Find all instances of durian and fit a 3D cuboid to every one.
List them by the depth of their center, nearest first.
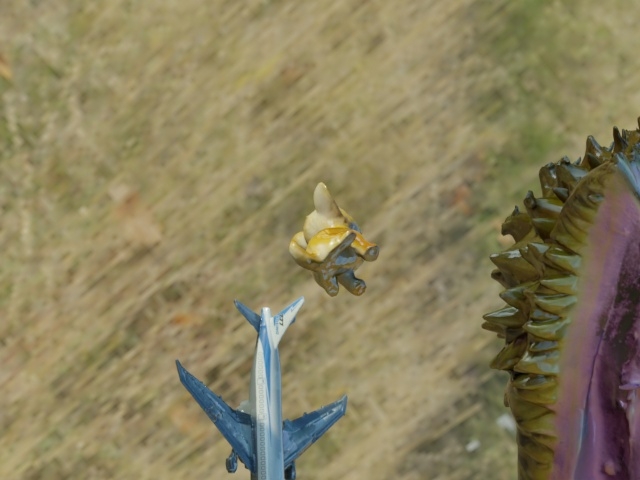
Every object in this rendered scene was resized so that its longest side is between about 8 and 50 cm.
[{"bbox_3d":[0.151,0.083,1.034,0.191,0.112,0.341,-87,170,-67],"label":"durian"}]

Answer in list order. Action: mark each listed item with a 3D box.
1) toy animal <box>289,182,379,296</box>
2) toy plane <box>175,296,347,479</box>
[{"bbox_3d":[0.000,0.000,1.214,0.081,0.060,0.083,2,29,-30],"label":"toy animal"},{"bbox_3d":[-0.047,0.160,1.572,0.226,0.058,0.226,17,75,-48],"label":"toy plane"}]
